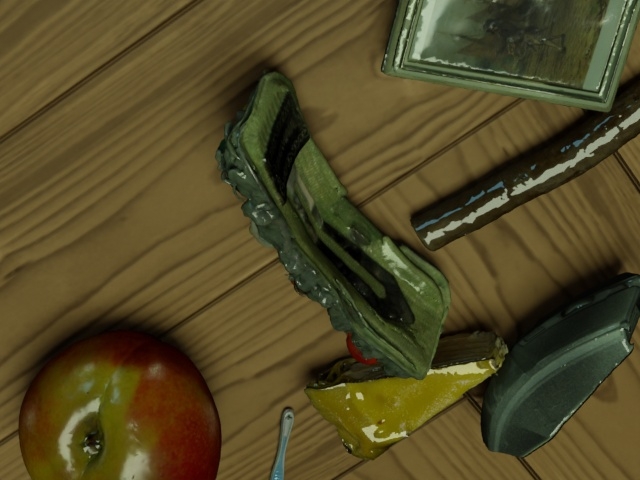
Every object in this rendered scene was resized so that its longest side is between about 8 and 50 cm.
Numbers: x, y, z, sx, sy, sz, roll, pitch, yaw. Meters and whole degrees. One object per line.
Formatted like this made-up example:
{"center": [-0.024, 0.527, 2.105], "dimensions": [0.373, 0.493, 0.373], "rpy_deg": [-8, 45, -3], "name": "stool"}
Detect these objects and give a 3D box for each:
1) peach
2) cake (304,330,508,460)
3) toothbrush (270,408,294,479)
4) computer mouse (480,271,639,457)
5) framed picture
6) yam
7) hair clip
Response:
{"center": [-0.178, 0.175, 1.537], "dimensions": [0.190, 0.192, 0.190], "rpy_deg": [0, 88, 9], "name": "peach"}
{"center": [0.075, 0.119, 1.582], "dimensions": [0.116, 0.080, 0.185], "rpy_deg": [40, 119, -15], "name": "cake"}
{"center": [-0.041, 0.233, 1.654], "dimensions": [0.014, 0.017, 0.162], "rpy_deg": [0, 122, -17], "name": "toothbrush"}
{"center": [0.219, 0.107, 1.565], "dimensions": [0.071, 0.126, 0.231], "rpy_deg": [37, 116, -5], "name": "computer mouse"}
{"center": [0.181, -0.242, 1.373], "dimensions": [0.217, 0.017, 0.274], "rpy_deg": [7, 114, -14], "name": "framed picture"}
{"center": [0.227, -0.084, 1.484], "dimensions": [0.326, 0.045, 0.045], "rpy_deg": [-30, 156, 10], "name": "yam"}
{"center": [-0.002, 0.000, 1.460], "dimensions": [0.091, 0.138, 0.321], "rpy_deg": [-12, 130, 35], "name": "hair clip"}
